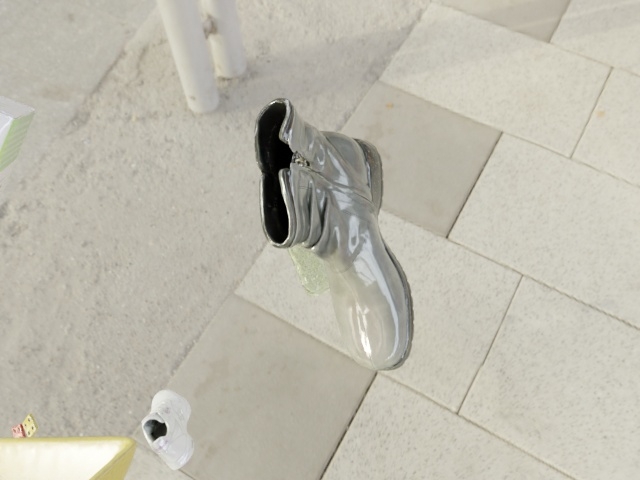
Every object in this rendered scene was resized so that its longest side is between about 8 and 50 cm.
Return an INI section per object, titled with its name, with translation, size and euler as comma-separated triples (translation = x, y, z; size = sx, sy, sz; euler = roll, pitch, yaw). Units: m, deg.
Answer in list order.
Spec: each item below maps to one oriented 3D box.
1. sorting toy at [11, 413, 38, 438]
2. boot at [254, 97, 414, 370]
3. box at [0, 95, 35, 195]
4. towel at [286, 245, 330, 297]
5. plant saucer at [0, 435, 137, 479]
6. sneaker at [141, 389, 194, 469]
[sorting toy]
translation = -0.729, 0.578, 1.487
size = 0.132, 0.046, 0.274
euler = -23, 78, 33
[boot]
translation = 0.003, 0.004, 0.545
size = 0.083, 0.161, 0.246
euler = -16, 79, 32
[box]
translation = -0.445, -0.021, 0.729
size = 0.058, 0.232, 0.322
euler = 24, 94, -23
[towel]
translation = 0.000, 0.000, 0.871
size = 0.110, 0.027, 0.148
euler = -27, 85, 9
[plant saucer]
translation = -0.386, 0.310, 0.556
size = 0.333, 0.333, 0.081
euler = -9, 102, 24
[sneaker]
translation = -0.456, 0.523, 1.758
size = 0.114, 0.152, 0.305
euler = -39, 32, -3
